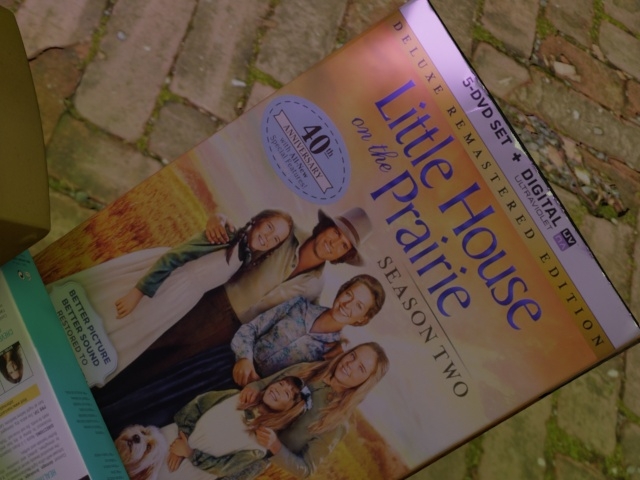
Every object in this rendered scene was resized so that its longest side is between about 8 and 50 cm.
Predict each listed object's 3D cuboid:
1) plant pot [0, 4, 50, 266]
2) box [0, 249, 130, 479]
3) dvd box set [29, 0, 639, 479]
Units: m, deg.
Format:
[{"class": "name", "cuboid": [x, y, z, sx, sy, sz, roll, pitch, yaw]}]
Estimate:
[{"class": "plant pot", "cuboid": [-0.314, -0.056, 0.792, 0.187, 0.212, 0.212, 62, 12, 14]}, {"class": "box", "cuboid": [-0.236, 0.116, 0.865, 0.244, 0.100, 0.060, 63, 13, 16]}, {"class": "dvd box set", "cuboid": [-0.015, 0.053, 0.872, 0.308, 0.420, 0.062, 61, 11, 14]}]
